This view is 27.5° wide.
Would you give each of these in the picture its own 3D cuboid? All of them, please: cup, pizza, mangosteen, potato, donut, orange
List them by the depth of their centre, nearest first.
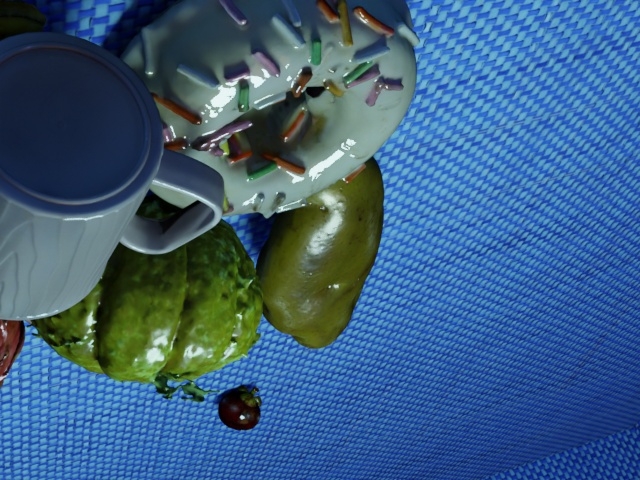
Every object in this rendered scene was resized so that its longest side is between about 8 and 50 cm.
[{"bbox_3d":[-0.371,-0.169,1.297,0.185,0.036,0.176,-11,152,-25],"label":"pizza"},{"bbox_3d":[-0.265,-0.040,1.321,0.208,0.288,0.273,-58,-173,-34],"label":"cup"},{"bbox_3d":[-0.053,-0.161,1.473,0.383,0.142,0.382,-21,154,-10],"label":"donut"},{"bbox_3d":[-0.206,0.049,1.597,0.301,0.300,0.223,-38,143,-75],"label":"orange"},{"bbox_3d":[0.000,0.000,1.812,0.196,0.176,0.369,-10,144,-19],"label":"potato"},{"bbox_3d":[-0.148,0.308,2.388,0.081,0.081,0.081,-20,155,-10],"label":"mangosteen"}]

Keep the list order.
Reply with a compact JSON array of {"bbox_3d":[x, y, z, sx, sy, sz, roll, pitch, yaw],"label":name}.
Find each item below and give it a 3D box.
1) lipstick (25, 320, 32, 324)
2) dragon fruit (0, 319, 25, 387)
[{"bbox_3d":[-0.384,0.087,1.774,0.045,0.045,0.145,-24,156,4],"label":"lipstick"},{"bbox_3d":[-0.457,0.099,1.519,0.241,0.241,0.252,-25,169,2],"label":"dragon fruit"}]
